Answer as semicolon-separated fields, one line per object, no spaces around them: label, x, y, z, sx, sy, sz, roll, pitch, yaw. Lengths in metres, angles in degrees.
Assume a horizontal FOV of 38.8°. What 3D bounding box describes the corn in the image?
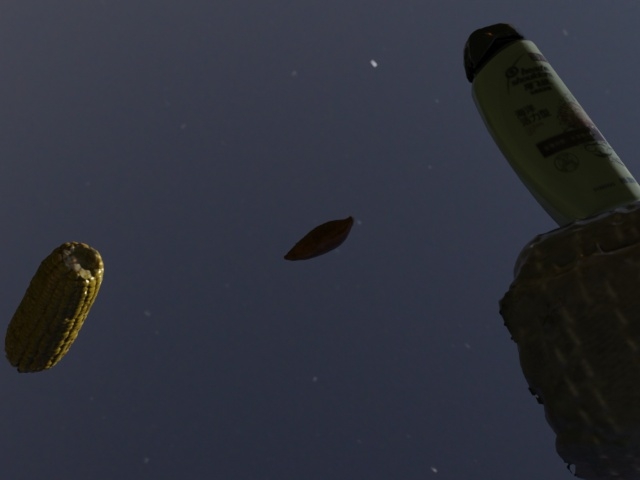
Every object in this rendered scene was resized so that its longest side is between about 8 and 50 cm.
corn;-0.320;0.086;1.083;0.238;0.080;0.080;-50;-153;43

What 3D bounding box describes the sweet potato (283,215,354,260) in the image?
sweet potato;0.000;0.000;1.064;0.095;0.034;0.034;-28;-141;6

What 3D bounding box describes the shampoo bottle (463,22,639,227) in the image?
shampoo bottle;0.303;-0.158;1.263;0.134;0.078;0.359;-17;-122;-13

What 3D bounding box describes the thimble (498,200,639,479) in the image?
thimble;0.270;0.088;0.780;0.172;0.236;0.205;-21;-148;22
